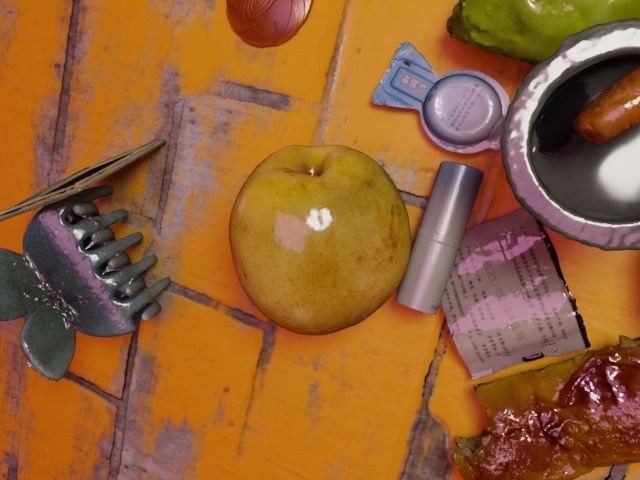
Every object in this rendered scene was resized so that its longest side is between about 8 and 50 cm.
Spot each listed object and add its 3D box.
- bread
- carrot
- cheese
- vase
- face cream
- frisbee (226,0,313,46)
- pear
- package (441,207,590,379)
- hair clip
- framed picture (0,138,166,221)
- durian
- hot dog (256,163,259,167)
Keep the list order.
[{"bbox_3d":[0.382,0.284,0.745,0.380,0.109,0.185,-28,86,22],"label":"bread"},{"bbox_3d":[0.336,-0.157,0.441,0.186,0.060,0.060,-34,83,26],"label":"carrot"},{"bbox_3d":[0.213,-0.235,0.789,0.245,0.052,0.135,34,103,16],"label":"cheese"},{"bbox_3d":[0.370,-0.116,0.613,0.245,0.291,0.244,2,95,22],"label":"vase"},{"bbox_3d":[0.200,-0.004,0.784,0.077,0.077,0.250,20,93,18],"label":"face cream"},{"bbox_3d":[-0.105,-0.476,0.896,0.192,0.035,0.192,2,96,21],"label":"frisbee"},{"bbox_3d":[0.000,0.000,0.763,0.315,0.314,0.314,2,96,21],"label":"pear"},{"bbox_3d":[0.307,0.091,0.781,0.204,0.062,0.250,-22,83,21],"label":"package"},{"bbox_3d":[-0.493,0.069,0.965,0.238,0.392,0.318,-29,97,7],"label":"hair clip"},{"bbox_3d":[-0.476,-0.130,0.940,0.231,0.293,0.018,-14,114,21],"label":"framed picture"},{"bbox_3d":[0.365,-0.356,0.634,0.340,0.204,0.255,32,109,22],"label":"durian"},{"bbox_3d":[-0.101,-0.083,0.928,0.062,0.038,0.144,-21,87,21],"label":"hot dog"}]
